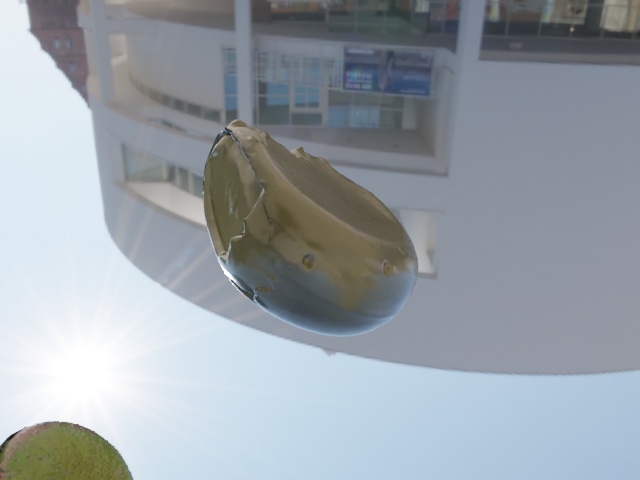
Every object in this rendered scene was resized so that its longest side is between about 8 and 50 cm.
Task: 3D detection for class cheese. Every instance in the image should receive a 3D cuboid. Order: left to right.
[{"bbox_3d":[0.000,0.000,0.512,0.202,0.091,0.175,22,-152,-43],"label":"cheese"}]

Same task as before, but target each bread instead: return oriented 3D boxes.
[{"bbox_3d":[-0.310,0.331,0.777,0.033,0.229,0.228,-29,-168,27],"label":"bread"}]
